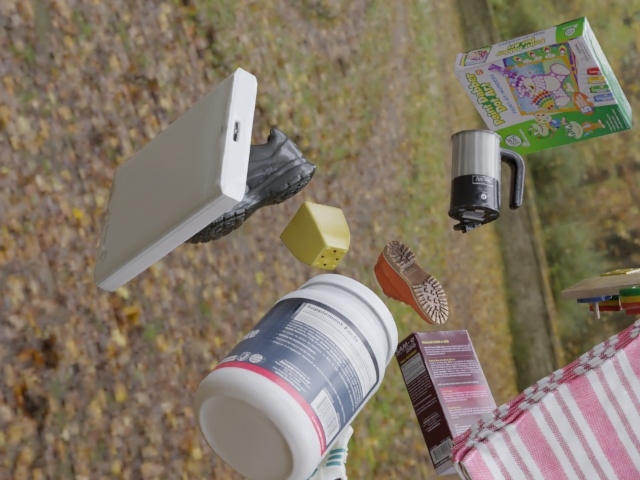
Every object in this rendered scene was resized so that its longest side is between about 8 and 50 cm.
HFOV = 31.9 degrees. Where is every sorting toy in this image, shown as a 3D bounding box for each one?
[{"bbox_3d":[0.409,0.073,1.506,0.274,0.132,0.046,-13,95,-62],"label":"sorting toy"}]

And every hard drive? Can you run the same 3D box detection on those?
[{"bbox_3d":[-0.199,-0.076,1.511,0.040,0.307,0.203,27,51,-31],"label":"hard drive"}]

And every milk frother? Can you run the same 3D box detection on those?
[{"bbox_3d":[0.254,-0.092,1.852,0.129,0.143,0.135,15,70,-28],"label":"milk frother"}]

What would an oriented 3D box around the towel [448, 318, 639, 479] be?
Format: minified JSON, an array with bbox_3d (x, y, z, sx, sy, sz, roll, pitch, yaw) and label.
[{"bbox_3d":[0.215,0.167,0.902,0.144,0.197,0.029,56,2,-24],"label":"towel"}]

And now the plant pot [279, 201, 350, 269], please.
[{"bbox_3d":[0.000,0.000,1.777,0.081,0.081,0.083,11,36,-39],"label":"plant pot"}]

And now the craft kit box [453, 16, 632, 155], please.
[{"bbox_3d":[0.405,-0.270,2.032,0.250,0.246,0.061,49,44,-38],"label":"craft kit box"}]

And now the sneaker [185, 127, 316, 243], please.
[{"bbox_3d":[-0.151,-0.094,1.935,0.130,0.286,0.109,56,-24,9],"label":"sneaker"}]

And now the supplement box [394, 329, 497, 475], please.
[{"bbox_3d":[0.227,0.276,1.931,0.130,0.073,0.239,2,58,-35],"label":"supplement box"}]

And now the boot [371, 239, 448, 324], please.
[{"bbox_3d":[0.146,0.083,1.850,0.059,0.084,0.158,-23,71,-40],"label":"boot"}]

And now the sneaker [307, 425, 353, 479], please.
[{"bbox_3d":[0.025,0.403,2.004,0.161,0.075,0.057,-46,164,-37],"label":"sneaker"}]

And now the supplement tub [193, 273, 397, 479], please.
[{"bbox_3d":[-0.029,0.189,1.549,0.272,0.191,0.191,-46,123,-43],"label":"supplement tub"}]
